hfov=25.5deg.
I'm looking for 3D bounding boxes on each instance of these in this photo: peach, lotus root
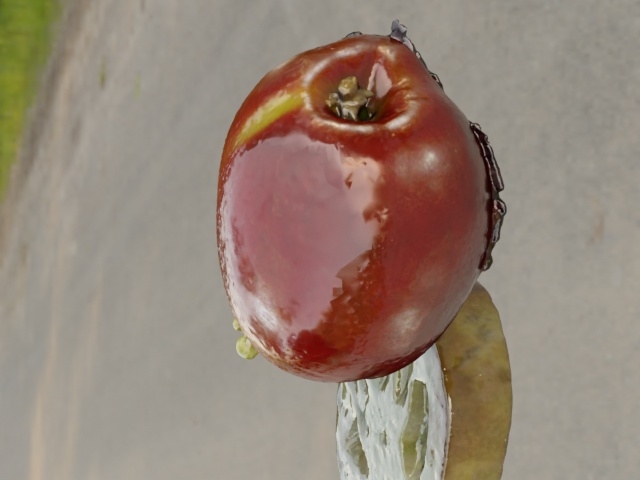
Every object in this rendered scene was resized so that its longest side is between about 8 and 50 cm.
[{"bbox_3d":[0.000,0.000,1.270,0.257,0.201,0.362,40,130,26],"label":"peach"},{"bbox_3d":[0.116,0.227,1.630,0.390,0.111,0.375,109,153,-44],"label":"lotus root"}]

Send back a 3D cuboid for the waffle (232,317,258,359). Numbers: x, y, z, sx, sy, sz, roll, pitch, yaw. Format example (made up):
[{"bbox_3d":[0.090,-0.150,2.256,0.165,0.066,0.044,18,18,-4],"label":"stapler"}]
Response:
[{"bbox_3d":[0.033,0.063,1.893,0.060,0.312,0.307,-115,38,-52],"label":"waffle"}]
